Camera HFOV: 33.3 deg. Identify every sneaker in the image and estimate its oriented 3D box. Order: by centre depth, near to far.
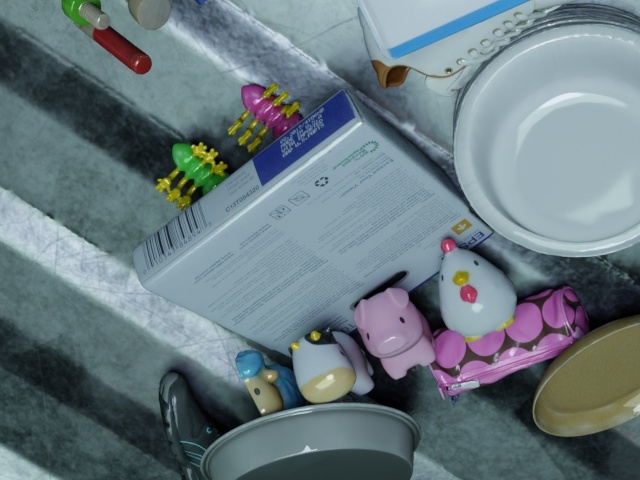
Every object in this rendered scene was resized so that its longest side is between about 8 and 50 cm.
[{"bbox_3d":[0.174,-0.224,1.147,0.290,0.106,0.123,-5,99,44],"label":"sneaker"},{"bbox_3d":[-0.162,0.299,1.544,0.106,0.101,0.267,-17,115,-7],"label":"sneaker"}]

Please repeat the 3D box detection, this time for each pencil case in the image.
[{"bbox_3d":[0.241,0.134,1.375,0.209,0.098,0.095,-25,111,20],"label":"pencil case"}]

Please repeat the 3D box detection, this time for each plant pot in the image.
[{"bbox_3d":[0.372,0.166,1.355,0.236,0.032,0.236,-14,140,-12],"label":"plant pot"}]

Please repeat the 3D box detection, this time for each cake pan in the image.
[{"bbox_3d":[-0.008,0.298,1.388,0.293,0.054,0.293,-8,147,-5],"label":"cake pan"}]

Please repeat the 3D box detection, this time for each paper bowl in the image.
[{"bbox_3d":[0.292,-0.112,1.212,0.284,0.148,0.284,3,117,6],"label":"paper bowl"}]

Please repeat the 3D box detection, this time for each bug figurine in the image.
[{"bbox_3d":[-0.062,-0.079,1.325,0.279,0.072,0.216,-38,111,20],"label":"bug figurine"}]

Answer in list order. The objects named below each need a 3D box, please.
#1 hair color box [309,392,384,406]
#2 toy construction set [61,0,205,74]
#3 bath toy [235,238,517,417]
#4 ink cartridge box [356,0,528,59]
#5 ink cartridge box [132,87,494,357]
[{"bbox_3d":[0.009,0.279,1.514,0.093,0.053,0.167,34,116,-9],"label":"hair color box"},{"bbox_3d":[-0.202,-0.364,1.144,0.237,0.257,0.309,38,106,38],"label":"toy construction set"},{"bbox_3d":[0.073,0.114,1.329,0.348,0.151,0.129,-28,101,9],"label":"bath toy"},{"bbox_3d":[0.178,-0.340,0.967,0.285,0.395,0.166,-21,109,21],"label":"ink cartridge box"},{"bbox_3d":[0.000,0.000,1.297,0.324,0.071,0.330,-36,144,17],"label":"ink cartridge box"}]
